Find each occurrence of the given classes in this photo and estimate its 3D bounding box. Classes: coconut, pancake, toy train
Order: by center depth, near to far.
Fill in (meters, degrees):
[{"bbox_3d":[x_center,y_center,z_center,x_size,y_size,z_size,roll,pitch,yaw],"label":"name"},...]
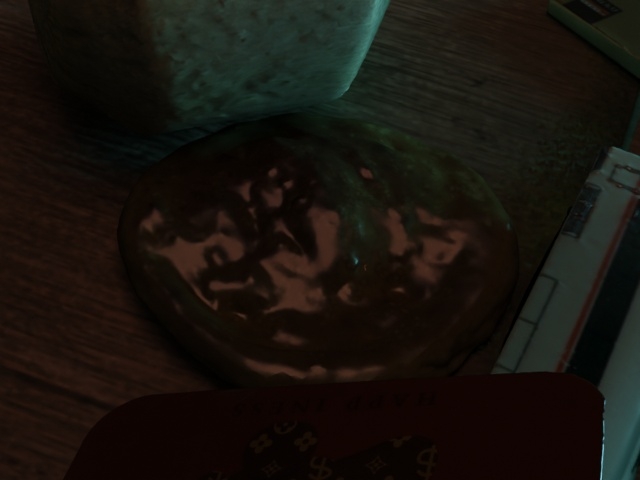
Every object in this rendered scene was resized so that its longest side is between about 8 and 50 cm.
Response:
[{"bbox_3d":[0.106,0.110,0.552,0.088,0.086,0.407,24,48,13],"label":"toy train"},{"bbox_3d":[0.000,0.000,0.671,0.242,0.050,0.242,2,45,-2],"label":"pancake"},{"bbox_3d":[-0.059,-0.193,0.731,0.266,0.237,0.237,-17,49,-13],"label":"coconut"}]

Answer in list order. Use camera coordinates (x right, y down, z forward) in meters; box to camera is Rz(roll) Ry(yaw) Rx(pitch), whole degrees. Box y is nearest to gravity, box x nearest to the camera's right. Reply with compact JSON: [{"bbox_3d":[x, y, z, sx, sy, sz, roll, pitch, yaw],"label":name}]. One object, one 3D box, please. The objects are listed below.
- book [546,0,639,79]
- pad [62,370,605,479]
[{"bbox_3d":[0.365,-0.177,0.908,0.310,0.021,0.217,-24,53,-27],"label":"book"},{"bbox_3d":[-0.014,0.125,0.494,0.267,0.004,0.181,-7,35,23],"label":"pad"}]
